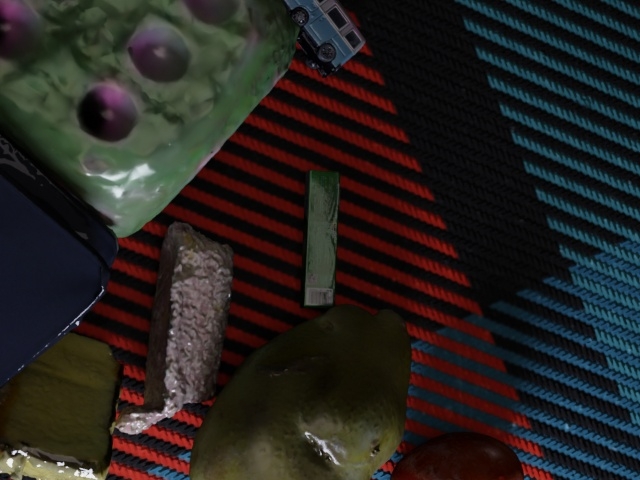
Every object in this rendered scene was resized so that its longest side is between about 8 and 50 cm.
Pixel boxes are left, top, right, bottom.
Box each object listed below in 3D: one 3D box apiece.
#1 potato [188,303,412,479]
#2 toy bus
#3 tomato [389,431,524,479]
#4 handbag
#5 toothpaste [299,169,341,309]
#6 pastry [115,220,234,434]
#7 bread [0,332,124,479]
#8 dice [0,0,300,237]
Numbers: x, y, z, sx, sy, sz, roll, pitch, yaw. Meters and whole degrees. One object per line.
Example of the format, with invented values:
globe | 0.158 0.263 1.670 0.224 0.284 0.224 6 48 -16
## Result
potato | -0.011 0.217 1.524 0.218 0.202 0.351 36 66 2
toy bus | -0.002 -0.279 1.616 0.075 0.060 0.123 -40 99 -17
tomato | 0.167 0.326 1.586 0.187 0.151 0.187 -26 126 -43
handbag | -0.400 -0.001 1.281 0.269 0.118 0.325 -39 111 16
toothpaste | 0.000 0.000 1.614 0.043 0.037 0.178 3 86 -10
pastry | -0.166 0.113 1.531 0.112 0.103 0.265 18 81 -18
bread | -0.356 0.174 1.411 0.263 0.236 0.198 15 84 -13
dice | -0.236 -0.210 1.416 0.318 0.330 0.322 42 77 -10
